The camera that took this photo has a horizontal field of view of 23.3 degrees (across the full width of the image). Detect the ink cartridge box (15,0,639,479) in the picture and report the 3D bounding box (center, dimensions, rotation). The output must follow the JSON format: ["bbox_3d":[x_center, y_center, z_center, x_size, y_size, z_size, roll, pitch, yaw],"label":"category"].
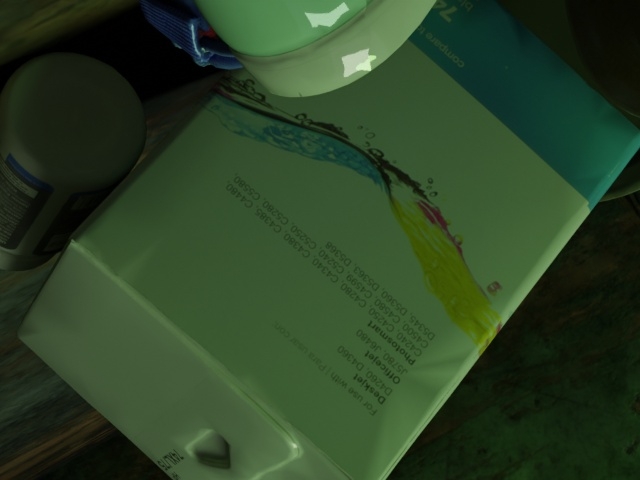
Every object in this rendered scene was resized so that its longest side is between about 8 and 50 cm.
[{"bbox_3d":[0.000,0.000,0.874,0.270,0.197,0.198,-50,-177,-26],"label":"ink cartridge box"}]

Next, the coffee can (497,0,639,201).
[{"bbox_3d":[0.215,-0.141,1.063,0.201,0.201,0.275,-35,171,28],"label":"coffee can"}]

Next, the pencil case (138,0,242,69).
[{"bbox_3d":[0.044,-0.154,0.662,0.306,0.119,0.133,-22,144,-42],"label":"pencil case"}]

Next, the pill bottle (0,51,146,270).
[{"bbox_3d":[-0.150,-0.037,0.836,0.078,0.078,0.137,-25,170,-33],"label":"pill bottle"}]

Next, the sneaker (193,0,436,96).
[{"bbox_3d":[0.019,-0.187,0.481,0.094,0.151,0.256,4,-126,41],"label":"sneaker"}]

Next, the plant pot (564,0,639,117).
[{"bbox_3d":[0.195,-0.171,0.744,0.032,0.236,0.236,9,153,-25],"label":"plant pot"}]
